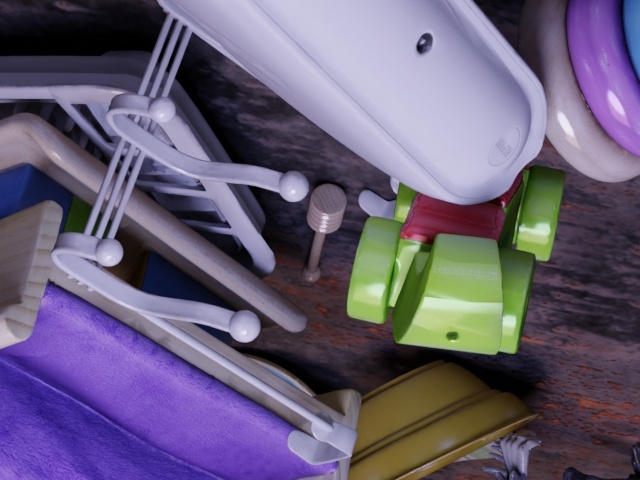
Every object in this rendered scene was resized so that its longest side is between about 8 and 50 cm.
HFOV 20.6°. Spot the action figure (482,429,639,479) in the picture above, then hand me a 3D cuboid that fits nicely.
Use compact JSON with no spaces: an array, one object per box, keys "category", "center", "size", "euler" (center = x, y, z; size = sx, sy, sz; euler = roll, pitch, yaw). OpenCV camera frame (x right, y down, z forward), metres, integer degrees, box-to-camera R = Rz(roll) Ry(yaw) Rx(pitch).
[{"category":"action figure","center":[0.202,0.255,1.713],"size":[0.275,0.141,0.164],"euler":[-14,174,-12]}]

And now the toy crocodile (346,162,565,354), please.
[{"category":"toy crocodile","center":[0.097,-0.018,1.154],"size":[0.115,0.340,0.105],"euler":[13,117,9]}]

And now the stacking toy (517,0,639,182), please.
[{"category":"stacking toy","center":[0.282,-0.139,1.012],"size":[0.330,0.141,0.141],"euler":[-17,140,38]}]

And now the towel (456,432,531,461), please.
[{"category":"towel","center":[0.128,0.208,1.829],"size":[0.152,0.023,0.113],"euler":[-15,140,43]}]

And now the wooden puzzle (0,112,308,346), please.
[{"category":"wooden puzzle","center":[-0.235,0.034,1.460],"size":[0.348,0.080,0.322],"euler":[-10,144,40]}]

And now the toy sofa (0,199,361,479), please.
[{"category":"toy sofa","center":[-0.144,0.138,1.366],"size":[0.150,0.177,0.362],"euler":[-19,138,40]}]

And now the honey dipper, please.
[{"category":"honey dipper","center":[0.000,0.000,1.496],"size":[0.030,0.030,0.161],"euler":[13,155,1]}]

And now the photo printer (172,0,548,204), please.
[{"category":"photo printer","center":[-0.013,-0.148,1.018],"size":[0.256,0.107,0.307],"euler":[39,179,40]}]

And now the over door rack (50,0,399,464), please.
[{"category":"over door rack","center":[-0.028,-0.014,1.262],"size":[0.108,0.239,0.324],"euler":[-3,148,38]}]

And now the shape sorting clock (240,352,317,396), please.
[{"category":"shape sorting clock","center":[-0.069,0.207,1.798],"size":[0.206,0.040,0.206],"euler":[16,127,23]}]

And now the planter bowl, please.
[{"category":"planter bowl","center":[0.093,0.173,1.666],"size":[0.217,0.090,0.217],"euler":[-25,170,-5]}]

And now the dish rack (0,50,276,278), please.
[{"category":"dish rack","center":[-0.215,-0.067,1.422],"size":[0.333,0.072,0.285],"euler":[1,151,22]}]
